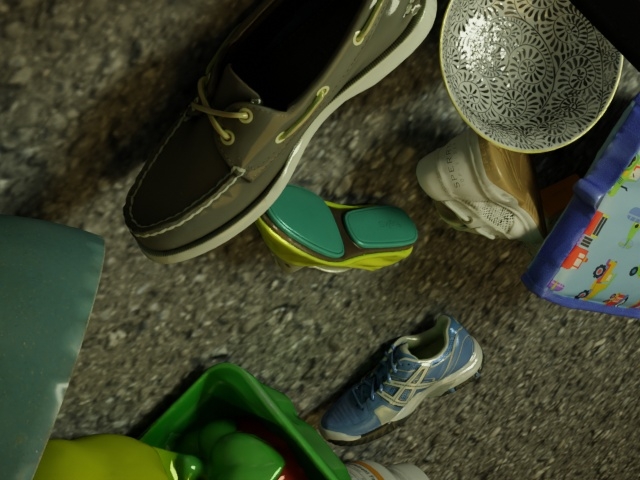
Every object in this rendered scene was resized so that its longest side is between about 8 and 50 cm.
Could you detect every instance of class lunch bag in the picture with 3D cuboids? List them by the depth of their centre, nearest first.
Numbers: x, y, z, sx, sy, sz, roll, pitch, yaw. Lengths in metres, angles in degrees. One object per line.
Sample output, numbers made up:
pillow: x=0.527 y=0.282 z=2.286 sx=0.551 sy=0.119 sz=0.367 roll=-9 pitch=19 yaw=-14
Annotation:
lunch bag: x=0.328 y=-0.034 z=1.409 sx=0.293 sy=0.138 sz=0.221 roll=2 pitch=124 yaw=-58

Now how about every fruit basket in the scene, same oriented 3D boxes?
fruit basket: x=-0.160 y=0.307 z=1.370 sx=0.392 sy=0.283 sz=0.392 roll=-38 pitch=166 yaw=-11

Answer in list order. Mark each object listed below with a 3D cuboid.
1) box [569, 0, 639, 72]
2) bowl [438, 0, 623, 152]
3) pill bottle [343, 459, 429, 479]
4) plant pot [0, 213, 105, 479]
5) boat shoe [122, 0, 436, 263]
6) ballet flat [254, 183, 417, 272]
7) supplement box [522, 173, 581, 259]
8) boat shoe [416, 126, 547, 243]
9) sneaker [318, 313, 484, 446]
box: x=0.235 y=-0.289 z=0.834 sx=0.312 sy=0.343 sz=0.179 roll=-43 pitch=149 yaw=12
bowl: x=0.165 y=-0.160 z=1.169 sx=0.170 sy=0.170 sz=0.080 roll=-28 pitch=-167 yaw=-13
pill bottle: x=0.024 y=0.349 z=1.701 sx=0.245 sy=0.136 sz=0.136 roll=-7 pitch=139 yaw=-39
plant pot: x=-0.293 y=0.097 z=0.951 sx=0.195 sy=0.290 sz=0.290 roll=22 pitch=124 yaw=-14
boat shoe: x=-0.045 y=-0.111 z=1.035 sx=0.305 sy=0.109 sz=0.091 roll=-45 pitch=148 yaw=3
ballet flat: x=0.000 y=0.000 z=1.268 sx=0.077 sy=0.077 sz=0.231 roll=-34 pitch=156 yaw=32
supplement box: x=0.264 y=-0.022 z=1.529 sx=0.062 sy=0.036 sz=0.098 roll=-26 pitch=148 yaw=-15
boat shoe: x=0.159 y=-0.051 z=1.345 sx=0.096 sy=0.098 sz=0.277 roll=-15 pitch=162 yaw=17
sneaker: x=0.084 y=0.158 z=1.577 sx=0.211 sy=0.080 sz=0.081 roll=-33 pitch=128 yaw=-6
